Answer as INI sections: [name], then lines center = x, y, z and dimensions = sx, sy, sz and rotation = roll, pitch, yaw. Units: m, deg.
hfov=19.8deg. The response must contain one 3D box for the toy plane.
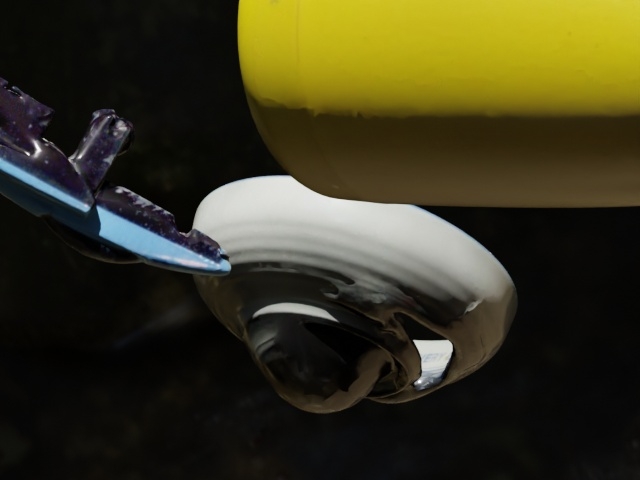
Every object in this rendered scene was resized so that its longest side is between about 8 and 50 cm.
[toy plane]
center = -0.148, -0.049, 0.838
dimensions = 0.246, 0.169, 0.078
rotation = 20, 81, -10

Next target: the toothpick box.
[toothpick box]
center = 0.113, -0.099, 0.874
dimensions = 0.271, 0.175, 0.175
rotation = 5, 51, 32

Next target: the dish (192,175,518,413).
[dish]
center = 0.012, 0.074, 1.472
dimensions = 0.273, 0.273, 0.133
rotation = 4, 62, 26
